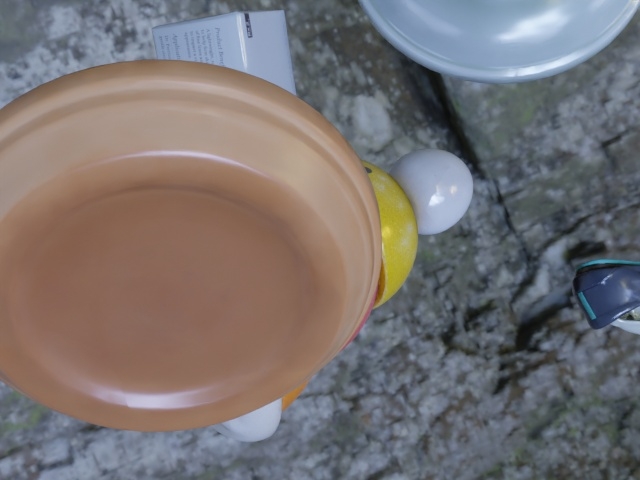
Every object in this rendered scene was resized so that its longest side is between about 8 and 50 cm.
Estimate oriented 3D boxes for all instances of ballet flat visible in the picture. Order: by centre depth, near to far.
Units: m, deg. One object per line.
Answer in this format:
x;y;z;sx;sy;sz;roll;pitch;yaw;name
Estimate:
0.318;0.050;0.782;0.203;0.074;0.074;-3;175;-15;ballet flat

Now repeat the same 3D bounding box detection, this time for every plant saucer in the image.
-0.068;0.018;0.391;0.200;0.200;0.037;-22;-142;5;plant saucer
0.229;-0.401;1.125;0.400;0.400;0.100;-22;166;0;plant saucer

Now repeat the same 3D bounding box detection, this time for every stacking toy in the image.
0.000;0.000;1.146;0.480;0.350;0.350;-28;-177;-27;stacking toy

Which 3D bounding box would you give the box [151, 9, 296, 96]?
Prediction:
-0.113;-0.198;1.146;0.119;0.181;0.182;-4;-166;17;box
